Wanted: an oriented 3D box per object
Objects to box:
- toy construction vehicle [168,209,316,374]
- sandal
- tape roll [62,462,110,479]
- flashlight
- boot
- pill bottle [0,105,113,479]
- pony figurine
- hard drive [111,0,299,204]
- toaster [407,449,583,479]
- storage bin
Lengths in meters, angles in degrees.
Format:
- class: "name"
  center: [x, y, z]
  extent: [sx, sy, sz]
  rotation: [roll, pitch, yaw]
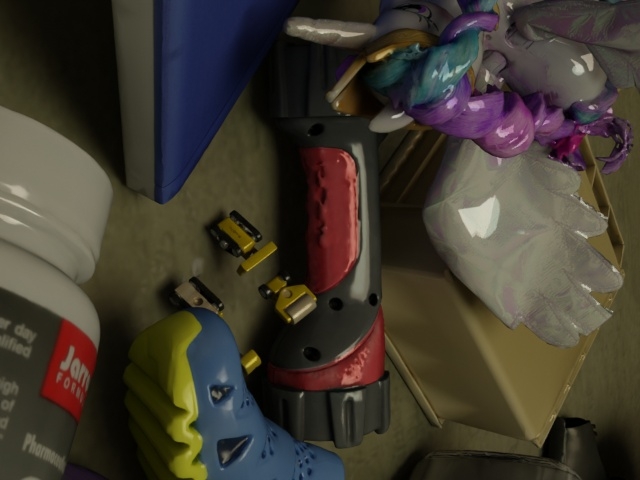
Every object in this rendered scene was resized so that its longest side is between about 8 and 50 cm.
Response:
- class: "toy construction vehicle"
  center: [-0.058, 0.038, 0.688]
  extent: [0.086, 0.098, 0.035]
  rotation: [-41, 160, -26]
- class: "sandal"
  center: [-0.046, 0.175, 0.669]
  extent: [0.138, 0.126, 0.317]
  rotation: [-21, 124, -17]
- class: "tape roll"
  center: [-0.167, 0.233, 0.566]
  extent: [0.189, 0.080, 0.189]
  rotation: [-8, 104, -37]
- class: "flashlight"
  center: [0.000, 0.000, 0.739]
  extent: [0.103, 0.103, 0.304]
  rotation: [-33, 121, -73]
- class: "boot"
  center: [0.345, 0.282, 1.209]
  extent: [0.198, 0.077, 0.137]
  rotation: [3, 89, -51]
- class: "pill bottle"
  center: [-0.195, 0.084, 0.439]
  extent: [0.161, 0.161, 0.283]
  rotation: [38, 55, -46]
- class: "pony figurine"
  center: [0.154, -0.126, 0.678]
  extent: [0.351, 0.303, 0.363]
  rotation: [33, 42, -15]
- class: "hard drive"
  center: [-0.045, -0.168, 0.532]
  extent: [0.210, 0.040, 0.319]
  rotation: [-61, 179, -22]
- class: "toaster"
  center: [0.150, 0.283, 0.890]
  extent: [0.146, 0.227, 0.129]
  rotation: [-56, 137, -51]
- class: "storage bin"
  center: [0.168, 0.012, 0.910]
  extent: [0.260, 0.123, 0.262]
  rotation: [-56, 133, -27]
